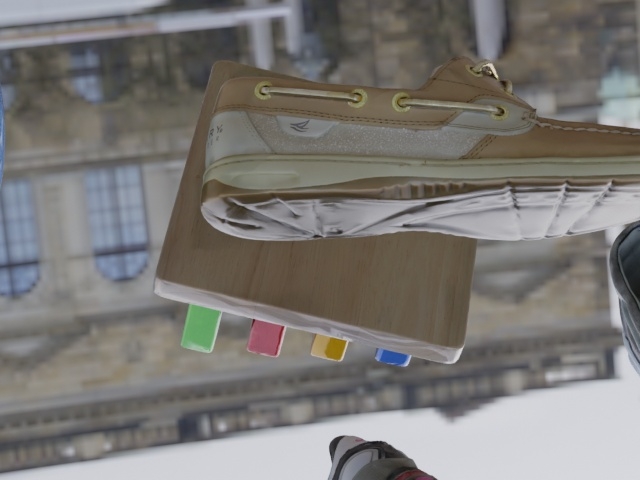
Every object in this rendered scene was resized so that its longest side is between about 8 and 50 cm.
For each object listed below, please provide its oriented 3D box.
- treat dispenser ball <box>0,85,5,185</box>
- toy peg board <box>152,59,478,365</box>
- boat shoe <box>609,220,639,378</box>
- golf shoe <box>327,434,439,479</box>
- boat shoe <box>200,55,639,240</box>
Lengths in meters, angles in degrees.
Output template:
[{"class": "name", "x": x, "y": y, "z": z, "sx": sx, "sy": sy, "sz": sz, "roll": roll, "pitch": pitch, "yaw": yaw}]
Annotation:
[{"class": "treat dispenser ball", "x": -0.295, "y": -0.052, "z": 0.830, "sx": 0.288, "sy": 0.288, "sz": 0.288, "roll": -5, "pitch": -170, "yaw": 1}, {"class": "toy peg board", "x": 0.000, "y": 0.000, "z": 0.963, "sx": 0.160, "sy": 0.079, "sz": 0.161, "roll": 13, "pitch": -129, "yaw": -2}, {"class": "boat shoe", "x": 0.249, "y": 0.094, "z": 0.943, "sx": 0.121, "sy": 0.119, "sz": 0.335, "roll": -42, "pitch": -146, "yaw": -4}, {"class": "golf shoe", "x": 0.016, "y": 0.197, "z": 0.968, "sx": 0.067, "sy": 0.186, "sz": 0.086, "roll": 5, "pitch": -162, "yaw": -38}, {"class": "boat shoe", "x": 0.035, "y": -0.027, "z": 0.480, "sx": 0.135, "sy": 0.045, "sz": 0.050, "roll": 0, "pitch": 161, "yaw": -5}]
